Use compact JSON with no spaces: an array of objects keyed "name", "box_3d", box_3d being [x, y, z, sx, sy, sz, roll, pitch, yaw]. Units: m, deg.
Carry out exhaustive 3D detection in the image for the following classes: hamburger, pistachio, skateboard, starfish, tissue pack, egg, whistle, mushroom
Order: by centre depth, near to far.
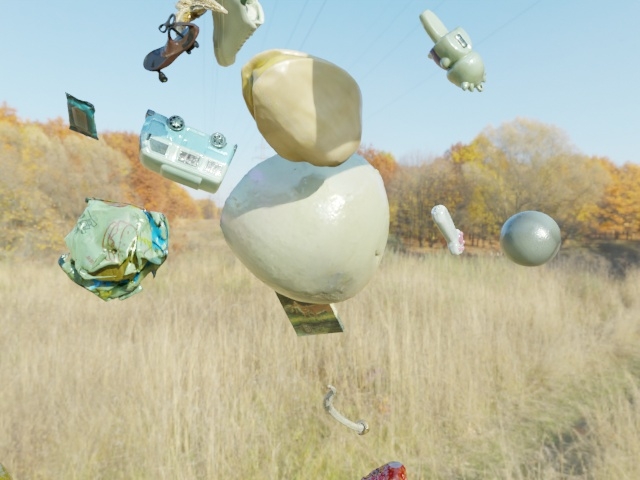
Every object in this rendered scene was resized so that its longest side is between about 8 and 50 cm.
[{"name":"pistachio","box_3d":[-0.019,-0.185,0.627,0.145,0.117,0.200,-38,-46,13]},{"name":"egg","box_3d":[0.000,0.000,0.840,0.337,0.337,0.201,0,41,-28]},{"name":"skateboard","box_3d":[-0.334,-0.429,1.001,0.151,0.067,0.080,-36,-27,17]},{"name":"mushroom","box_3d":[0.050,0.416,1.116,0.068,0.043,0.306,-30,-46,4]},{"name":"whistle","box_3d":[0.328,-0.467,1.133,0.110,0.244,0.092,-40,1,-24]},{"name":"starfish","box_3d":[-0.301,-0.589,1.136,0.216,0.238,0.071,4,-26,45]},{"name":"hamburger","box_3d":[-0.532,0.025,1.156,0.260,0.276,0.150,24,-1,-4]},{"name":"tissue pack","box_3d":[-0.649,-0.338,1.242,0.085,0.028,0.138,24,-39,-8]}]

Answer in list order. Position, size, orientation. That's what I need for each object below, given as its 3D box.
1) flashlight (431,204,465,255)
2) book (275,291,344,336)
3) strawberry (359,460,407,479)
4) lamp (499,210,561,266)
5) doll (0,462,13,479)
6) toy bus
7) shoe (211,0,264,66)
[{"name":"flashlight","box_3d":[0.401,-0.034,1.414,0.047,0.093,0.200,-11,-45,33]},{"name":"book","box_3d":[-0.041,0.179,1.307,0.160,0.228,0.024,-11,27,27]},{"name":"strawberry","box_3d":[0.082,0.420,0.695,0.131,0.148,0.131,4,-3,0]},{"name":"lamp","box_3d":[0.380,-0.002,0.827,0.105,0.105,0.105,0,0,0]},{"name":"doll","box_3d":[-0.626,0.474,0.821,0.097,0.137,0.209,-25,7,-23]},{"name":"toy bus","box_3d":[-0.403,-0.252,1.342,0.271,0.164,0.133,21,-22,-15]},{"name":"shoe","box_3d":[-0.251,-0.680,1.419,0.160,0.131,0.363,12,-23,-3]}]
